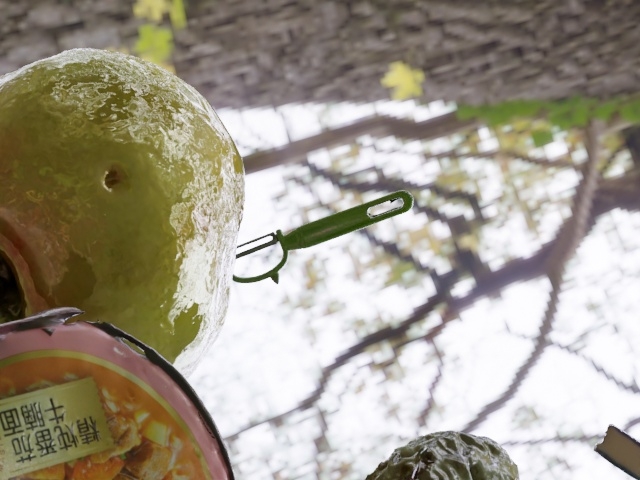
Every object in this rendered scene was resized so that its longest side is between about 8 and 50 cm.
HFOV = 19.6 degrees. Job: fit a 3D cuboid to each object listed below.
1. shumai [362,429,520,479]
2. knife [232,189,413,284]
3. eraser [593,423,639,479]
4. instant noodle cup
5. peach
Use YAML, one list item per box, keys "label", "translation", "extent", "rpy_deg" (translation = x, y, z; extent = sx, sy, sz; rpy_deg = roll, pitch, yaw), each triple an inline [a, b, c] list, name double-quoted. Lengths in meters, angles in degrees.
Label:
- label: "shumai"
  translation: [0.111, 0.272, 1.663]
  extent: [0.142, 0.184, 0.184]
  rpy_deg: [49, -44, 37]
- label: "knife"
  translation: [0.000, 0.000, 1.925]
  extent: [0.212, 0.015, 0.054]
  rpy_deg: [-21, -91, 5]
- label: "eraser"
  translation: [0.253, 0.175, 1.490]
  extent: [0.063, 0.084, 0.027]
  rpy_deg: [34, -89, 10]
- label: "instant noodle cup"
  translation: [-0.212, 0.195, 1.178]
  extent: [0.255, 0.244, 0.244]
  rpy_deg: [-29, -98, 49]
- label: "peach"
  translation: [-0.206, -0.013, 1.580]
  extent: [0.281, 0.316, 0.314]
  rpy_deg: [12, -50, 13]
